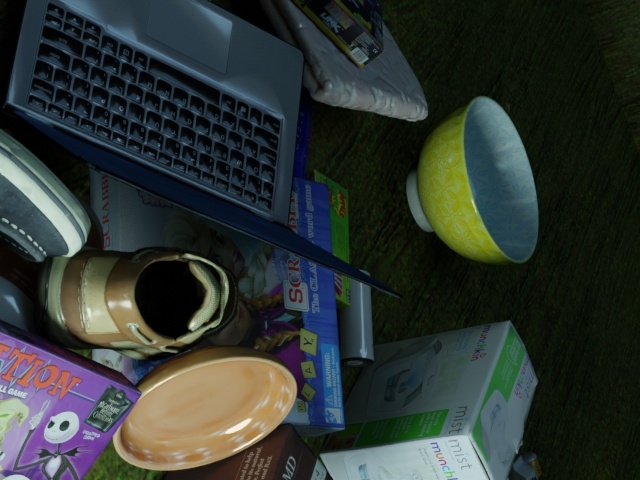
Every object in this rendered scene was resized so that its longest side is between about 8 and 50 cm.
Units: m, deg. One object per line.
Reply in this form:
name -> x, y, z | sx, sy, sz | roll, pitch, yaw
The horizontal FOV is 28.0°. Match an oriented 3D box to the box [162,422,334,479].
box -> -0.072, 0.343, 1.448 | 0.203, 0.167, 0.168 | 57, 35, -30

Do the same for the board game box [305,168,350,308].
board game box -> 0.000, 0.000, 1.839 | 0.092, 0.043, 0.181 | 30, 54, -52

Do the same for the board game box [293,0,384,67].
board game box -> 0.019, -0.346, 1.823 | 0.170, 0.048, 0.141 | 42, 29, -27

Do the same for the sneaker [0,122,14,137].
sneaker -> -0.360, -0.111, 1.286 | 0.057, 0.047, 0.119 | 66, 23, -4

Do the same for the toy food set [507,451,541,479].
toy food set -> 0.277, 0.377, 2.075 | 0.232, 0.111, 0.104 | -29, 104, -56

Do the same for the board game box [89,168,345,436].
board game box -> -0.118, 0.062, 1.507 | 0.318, 0.066, 0.318 | 10, 68, -39

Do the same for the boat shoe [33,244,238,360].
boat shoe -> -0.152, 0.063, 1.279 | 0.324, 0.120, 0.122 | 2, 87, -68

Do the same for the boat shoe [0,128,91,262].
boat shoe -> -0.410, -0.085, 1.019 | 0.500, 0.187, 0.156 | 30, 79, -36

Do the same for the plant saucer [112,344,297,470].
plant saucer -> -0.123, 0.171, 1.347 | 0.200, 0.200, 0.037 | 33, 27, -50

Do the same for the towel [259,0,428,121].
towel -> 0.012, -0.321, 1.900 | 0.332, 0.053, 0.317 | -1, 59, -60

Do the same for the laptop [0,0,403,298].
laptop -> -0.115, -0.151, 1.382 | 0.382, 0.236, 0.407 | 24, 59, -34

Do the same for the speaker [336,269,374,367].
speaker -> 0.048, 0.112, 1.861 | 0.055, 0.055, 0.136 | 28, 55, -52

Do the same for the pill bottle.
pill bottle -> -0.303, 0.047, 1.231 | 0.121, 0.121, 0.216 | 59, 34, -27

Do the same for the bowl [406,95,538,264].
bowl -> 0.239, -0.085, 2.165 | 0.289, 0.156, 0.289 | 32, 51, -50

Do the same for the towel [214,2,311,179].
towel -> -0.085, -0.141, 1.724 | 0.228, 0.076, 0.308 | 32, 52, -51

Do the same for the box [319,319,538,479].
box -> 0.161, 0.253, 1.816 | 0.126, 0.231, 0.262 | 63, 33, -22

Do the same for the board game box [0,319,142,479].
board game box -> -0.330, 0.156, 1.094 | 0.347, 0.056, 0.208 | 33, 88, -49
